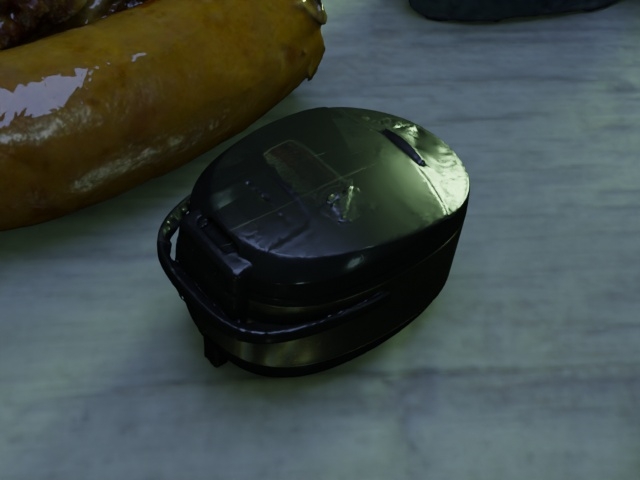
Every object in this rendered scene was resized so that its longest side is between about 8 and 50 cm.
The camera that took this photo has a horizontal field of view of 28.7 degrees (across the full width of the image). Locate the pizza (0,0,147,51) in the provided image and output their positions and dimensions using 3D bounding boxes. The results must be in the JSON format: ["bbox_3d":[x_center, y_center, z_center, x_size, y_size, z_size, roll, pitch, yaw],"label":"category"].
[{"bbox_3d":[-0.175,-0.146,0.773,0.194,0.069,0.154,-13,50,-16],"label":"pizza"}]

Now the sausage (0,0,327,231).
[{"bbox_3d":[-0.117,-0.080,0.702,0.271,0.109,0.109,-28,56,-29],"label":"sausage"}]

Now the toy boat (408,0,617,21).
[{"bbox_3d":[0.169,-0.228,0.880,0.283,0.078,0.127,-23,55,-24],"label":"toy boat"}]

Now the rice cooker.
[{"bbox_3d":[0.000,0.000,0.637,0.165,0.106,0.112,-30,57,-24],"label":"rice cooker"}]
